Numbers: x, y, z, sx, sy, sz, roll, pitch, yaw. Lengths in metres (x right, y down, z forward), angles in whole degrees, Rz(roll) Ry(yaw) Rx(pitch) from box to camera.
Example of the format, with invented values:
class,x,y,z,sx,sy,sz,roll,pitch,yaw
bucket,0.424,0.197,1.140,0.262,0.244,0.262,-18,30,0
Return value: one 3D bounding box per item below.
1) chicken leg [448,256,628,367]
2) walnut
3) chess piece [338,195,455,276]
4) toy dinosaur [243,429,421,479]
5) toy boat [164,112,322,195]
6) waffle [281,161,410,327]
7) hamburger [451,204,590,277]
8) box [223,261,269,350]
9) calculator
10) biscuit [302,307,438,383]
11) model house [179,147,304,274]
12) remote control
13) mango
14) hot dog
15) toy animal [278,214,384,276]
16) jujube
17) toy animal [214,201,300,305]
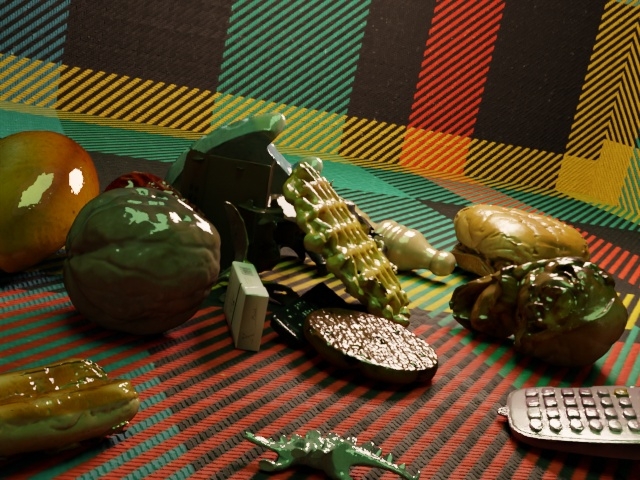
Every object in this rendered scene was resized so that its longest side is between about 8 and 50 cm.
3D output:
class,x,y,z,sx,sy,sz,roll,pitch,yaw
chicken leg,0.381,0.109,1.566,0.295,0.182,0.409,-1,5,17
walnut,-0.242,0.028,1.226,0.224,0.224,0.224,12,13,-3
chess piece,0.136,0.004,1.872,0.307,0.124,0.139,22,-14,24
toy dinosaur,0.020,0.231,0.939,0.209,0.039,0.082,15,12,9
toy boat,-0.164,-0.130,1.745,0.215,0.330,0.123,44,28,-29
waffle,0.048,0.008,1.505,0.312,0.060,0.307,47,17,-27
hamburger,0.444,0.024,1.945,0.319,0.158,0.318,12,15,-3
box,-0.111,0.093,1.299,0.040,0.084,0.154,10,13,-16
calculator,0.380,0.236,1.164,0.294,0.043,0.194,0,13,10
biscuit,0.071,0.152,1.293,0.212,0.036,0.212,16,14,-4
model house,-0.107,-0.036,1.556,0.204,0.211,0.243,0,13,-36
remote control,-0.016,0.112,1.395,0.063,0.025,0.245,45,19,7
mango,-0.459,-0.065,1.397,0.201,0.199,0.350,27,17,-18
hot dog,-0.286,0.168,0.858,0.109,0.072,0.269,19,13,33
toy animal,-0.002,0.005,1.735,0.245,0.114,0.146,6,24,-18
jujube,-0.279,-0.020,1.495,0.230,0.155,0.155,32,22,32
toy animal,-0.141,0.053,1.443,0.155,0.219,0.095,-22,14,32
